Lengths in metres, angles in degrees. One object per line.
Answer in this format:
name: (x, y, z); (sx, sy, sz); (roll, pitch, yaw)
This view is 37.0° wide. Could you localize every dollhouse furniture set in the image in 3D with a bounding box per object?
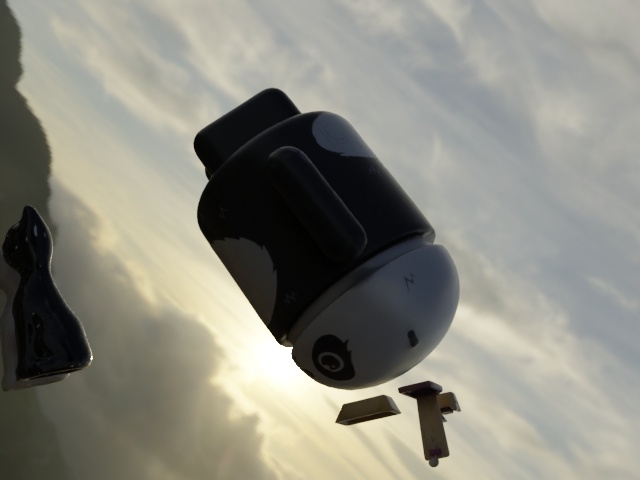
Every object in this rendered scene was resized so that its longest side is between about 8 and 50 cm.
dollhouse furniture set: (0.083, 0.203, 0.994); (0.091, 0.114, 0.081); (33, 45, -59)

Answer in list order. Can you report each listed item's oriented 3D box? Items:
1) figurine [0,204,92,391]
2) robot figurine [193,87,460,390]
figurine: (-0.375, 0.079, 1.240); (0.215, 0.092, 0.209); (-29, -108, 61)
robot figurine: (-0.002, 0.001, 0.851); (0.278, 0.173, 0.209); (54, 30, 18)
